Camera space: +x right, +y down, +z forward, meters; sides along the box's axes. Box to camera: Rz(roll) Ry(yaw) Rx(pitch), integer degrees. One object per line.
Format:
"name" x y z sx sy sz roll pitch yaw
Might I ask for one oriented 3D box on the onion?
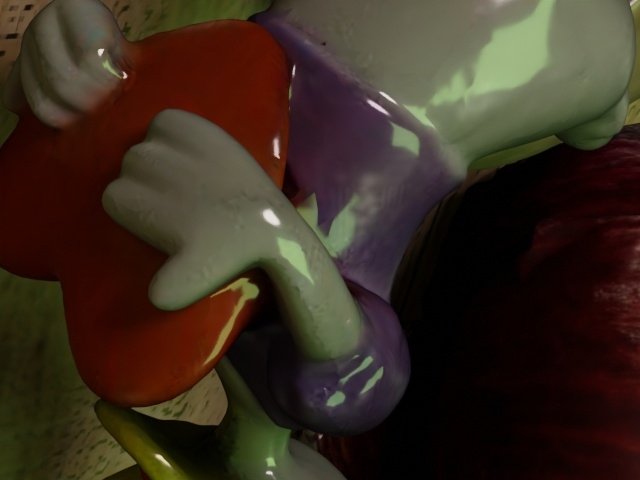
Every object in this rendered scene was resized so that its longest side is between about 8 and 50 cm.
"onion" 0.104 0.100 0.814 0.314 0.232 0.314 -171 -90 -89

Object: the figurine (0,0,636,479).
"figurine" -0.002 -0.004 0.608 0.193 0.154 0.421 6 112 -39

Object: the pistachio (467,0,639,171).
"pistachio" 0.083 -0.106 0.718 0.206 0.131 0.130 -35 98 -21
